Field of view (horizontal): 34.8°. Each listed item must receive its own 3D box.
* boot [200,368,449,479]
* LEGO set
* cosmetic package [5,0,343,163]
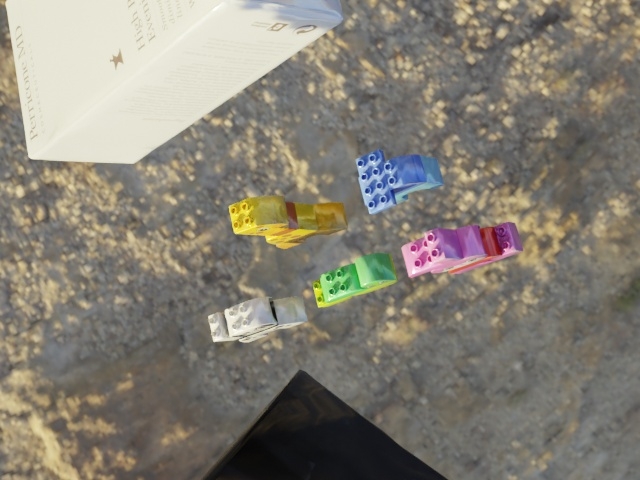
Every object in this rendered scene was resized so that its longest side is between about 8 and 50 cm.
[{"bbox_3d":[0.095,0.293,0.492,0.146,0.445,0.367,-57,175,-49],"label":"boot"},{"bbox_3d":[0.000,0.000,0.663,0.227,0.087,0.093,-22,165,33],"label":"LEGO set"},{"bbox_3d":[-0.097,-0.135,0.598,0.086,0.117,0.231,-1,163,-42],"label":"cosmetic package"}]
